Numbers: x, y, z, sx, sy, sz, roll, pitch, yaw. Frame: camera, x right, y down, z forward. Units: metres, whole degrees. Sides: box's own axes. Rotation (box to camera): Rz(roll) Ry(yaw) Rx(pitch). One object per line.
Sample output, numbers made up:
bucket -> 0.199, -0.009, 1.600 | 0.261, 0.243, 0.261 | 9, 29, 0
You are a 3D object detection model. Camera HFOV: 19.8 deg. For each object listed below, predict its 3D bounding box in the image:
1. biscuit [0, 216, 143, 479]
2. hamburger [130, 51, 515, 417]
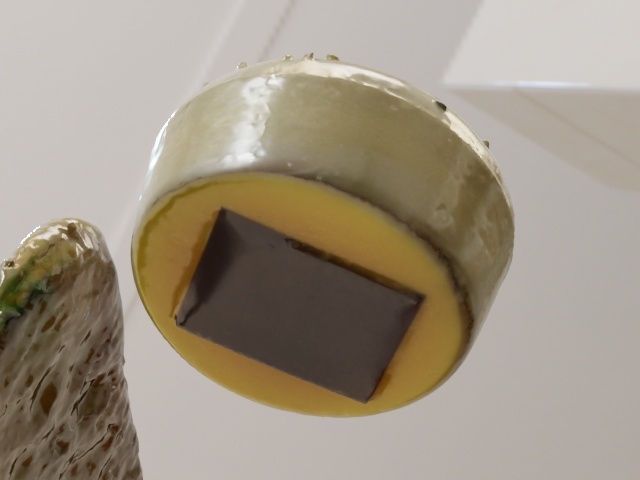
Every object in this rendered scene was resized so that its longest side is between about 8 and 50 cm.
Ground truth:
biscuit -> -0.113, 0.087, 0.740 | 0.029, 0.247, 0.118 | 25, -124, 16
hamburger -> 0.000, 0.000, 0.608 | 0.126, 0.081, 0.141 | 11, -46, 9
